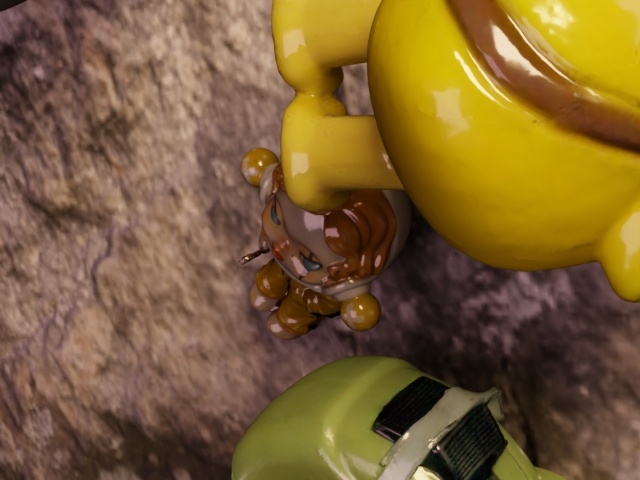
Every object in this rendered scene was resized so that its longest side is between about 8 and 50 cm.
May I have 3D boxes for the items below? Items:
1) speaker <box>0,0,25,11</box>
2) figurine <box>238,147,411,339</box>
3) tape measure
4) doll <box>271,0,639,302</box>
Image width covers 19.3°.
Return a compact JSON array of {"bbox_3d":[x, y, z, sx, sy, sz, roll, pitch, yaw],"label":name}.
[{"bbox_3d":[-0.228,-0.314,0.980,0.184,0.183,0.406,-19,90,54],"label":"speaker"},{"bbox_3d":[0.002,0.005,0.934,0.101,0.068,0.143,40,142,36],"label":"figurine"},{"bbox_3d":[0.042,0.138,0.906,0.200,0.106,0.175,-24,102,51],"label":"tape measure"},{"bbox_3d":[0.123,-0.075,0.719,0.363,0.145,0.199,-2,97,40],"label":"doll"}]
